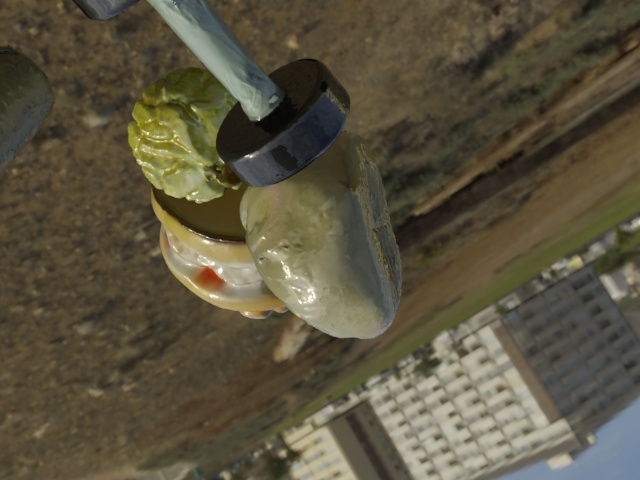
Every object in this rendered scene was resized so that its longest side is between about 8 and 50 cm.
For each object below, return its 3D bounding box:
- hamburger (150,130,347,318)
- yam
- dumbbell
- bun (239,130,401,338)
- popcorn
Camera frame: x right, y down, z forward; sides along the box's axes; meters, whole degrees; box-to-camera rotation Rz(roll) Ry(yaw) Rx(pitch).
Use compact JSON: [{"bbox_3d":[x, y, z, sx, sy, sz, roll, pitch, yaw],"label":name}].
[{"bbox_3d":[-0.065,-0.041,1.258,0.303,0.261,0.186,-33,144,-23],"label":"hamburger"},{"bbox_3d":[-0.465,-0.139,1.231,0.161,0.161,0.268,-37,-162,33],"label":"yam"},{"bbox_3d":[-0.070,-0.130,0.626,0.100,0.191,0.100,-30,-149,21],"label":"dumbbell"},{"bbox_3d":[0.000,0.000,0.881,0.128,0.193,0.178,-14,180,13],"label":"bun"},{"bbox_3d":[-0.127,-0.108,0.979,0.141,0.162,0.136,-47,136,11],"label":"popcorn"}]
